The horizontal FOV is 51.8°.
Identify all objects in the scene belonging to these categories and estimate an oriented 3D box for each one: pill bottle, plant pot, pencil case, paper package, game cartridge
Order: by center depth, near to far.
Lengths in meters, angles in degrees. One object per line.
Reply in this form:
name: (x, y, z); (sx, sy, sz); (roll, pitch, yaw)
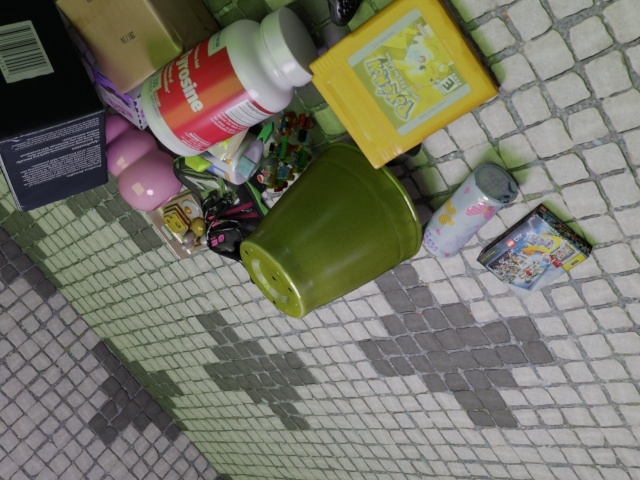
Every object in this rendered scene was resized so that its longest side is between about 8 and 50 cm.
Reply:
game cartridge: (0.171, -0.348, 1.425); (0.323, 0.053, 0.285); (-31, 105, 26)
pencil case: (0.351, -0.066, 1.580); (0.273, 0.124, 0.114); (-53, 48, 50)
pill bottle: (-0.213, -0.381, 1.587); (0.407, 0.229, 0.229); (-23, 112, 26)
plant pot: (0.000, 0.000, 1.655); (0.366, 0.353, 0.366); (41, 155, 24)
paper package: (-0.477, -0.587, 1.714); (0.324, 0.168, 0.310); (-15, 115, 46)
pill bottle: (-0.313, -0.283, 1.876); (0.272, 0.152, 0.152); (29, 139, 14)

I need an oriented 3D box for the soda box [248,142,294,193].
soda box: (-0.142, -0.205, 1.888); (0.060, 0.053, 0.169); (44, 140, -3)

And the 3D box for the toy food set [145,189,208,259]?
toy food set: (-0.456, -0.044, 2.257); (0.306, 0.092, 0.220); (-15, 116, 45)

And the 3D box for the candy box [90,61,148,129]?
candy box: (-0.580, -0.439, 1.960); (0.164, 0.070, 0.196); (37, 162, 4)

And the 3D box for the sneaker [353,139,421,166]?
sneaker: (0.104, -0.283, 1.588); (0.286, 0.109, 0.130); (46, 149, -2)

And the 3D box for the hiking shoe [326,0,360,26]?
hiking shoe: (0.019, -0.577, 1.410); (0.114, 0.086, 0.227); (23, 133, 41)

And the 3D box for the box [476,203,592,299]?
box: (0.511, 0.032, 1.595); (0.159, 0.044, 0.233); (41, 141, 0)

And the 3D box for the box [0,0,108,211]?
box: (-0.830, -0.409, 1.865); (0.480, 0.297, 0.472); (63, 156, 9)

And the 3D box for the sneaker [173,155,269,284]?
sneaker: (-0.275, -0.067, 2.005); (0.483, 0.202, 0.185); (49, 139, -10)

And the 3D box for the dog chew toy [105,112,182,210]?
dog chew toy: (-0.589, -0.259, 2.094); (0.332, 0.206, 0.206); (55, 139, -4)

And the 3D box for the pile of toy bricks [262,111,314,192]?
pile of toy bricks: (-0.064, -0.226, 1.737); (0.118, 0.212, 0.105); (1, 163, 39)

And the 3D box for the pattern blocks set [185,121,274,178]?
pattern blocks set: (-0.282, -0.320, 1.773); (0.324, 0.026, 0.286); (24, 97, 15)
